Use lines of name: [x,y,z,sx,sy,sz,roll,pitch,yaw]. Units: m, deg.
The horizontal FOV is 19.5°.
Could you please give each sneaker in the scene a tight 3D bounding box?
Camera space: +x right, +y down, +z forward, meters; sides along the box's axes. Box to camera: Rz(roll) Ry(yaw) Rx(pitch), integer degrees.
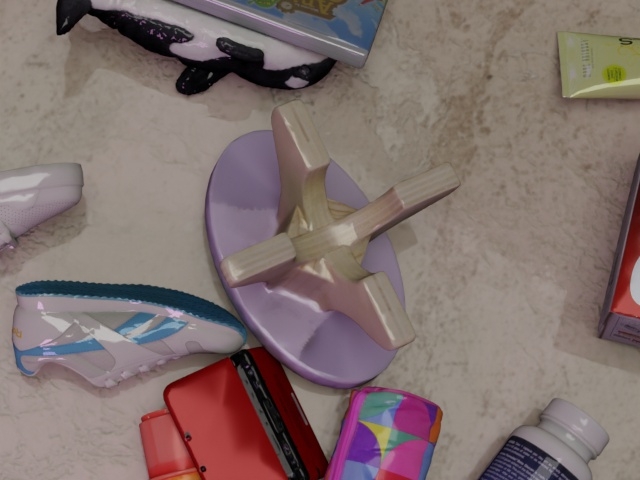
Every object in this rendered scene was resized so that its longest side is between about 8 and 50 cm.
sneaker: [-0.187,0.095,1.821,0.229,0.087,0.092,5,100,-8]
sneaker: [-0.352,0.034,1.805,0.292,0.108,0.169,-18,83,1]

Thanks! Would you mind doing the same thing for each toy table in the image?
toy table: [0.000,0.000,1.795,0.252,0.161,0.274,-35,85,-23]

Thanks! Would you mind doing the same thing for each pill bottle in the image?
pill bottle: [0.206,0.240,1.817,0.094,0.094,0.169,38,78,3]

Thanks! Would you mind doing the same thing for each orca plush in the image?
orca plush: [-0.130,-0.185,1.863,0.287,0.151,0.102,5,118,-28]

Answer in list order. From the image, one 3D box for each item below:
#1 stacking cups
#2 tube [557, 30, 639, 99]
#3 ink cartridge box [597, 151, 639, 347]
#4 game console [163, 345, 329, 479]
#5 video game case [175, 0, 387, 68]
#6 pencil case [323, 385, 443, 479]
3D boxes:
stacking cups: [-0.117,0.316,1.772,0.096,0.096,0.316,-15,79,-8]
tube: [0.367,-0.176,1.933,0.240,0.070,0.062,4,102,-2]
ink cartridge box: [0.459,-0.006,1.851,0.309,0.130,0.272,13,76,6]
game console: [-0.070,0.185,1.806,0.085,0.124,0.144,-28,82,15]
video game case: [-0.033,-0.275,1.885,0.212,0.023,0.193,20,47,-2]
pencil case: [0.043,0.256,1.795,0.104,0.104,0.236,18,75,-2]
